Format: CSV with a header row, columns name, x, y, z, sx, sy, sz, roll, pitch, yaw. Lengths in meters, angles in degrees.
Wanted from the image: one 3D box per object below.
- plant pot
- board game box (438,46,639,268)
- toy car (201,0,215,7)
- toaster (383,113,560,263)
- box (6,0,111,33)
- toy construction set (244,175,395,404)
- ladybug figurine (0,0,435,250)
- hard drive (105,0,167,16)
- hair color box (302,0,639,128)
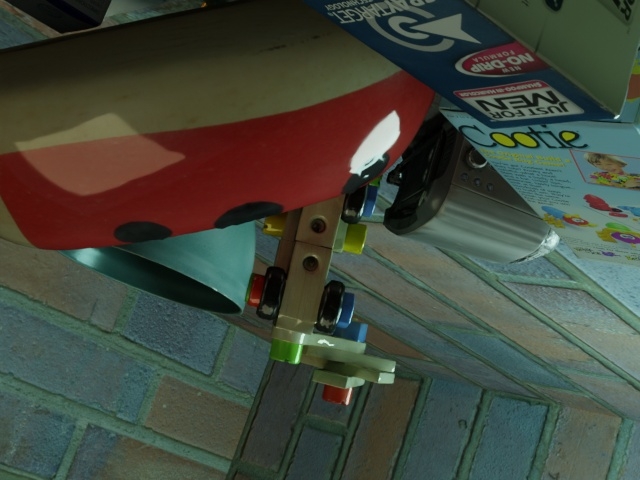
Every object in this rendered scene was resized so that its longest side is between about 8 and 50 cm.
name,x,y,z,sx,sy,sz,roll,pitch,yaw
plant pot,-0.212,-0.040,1.517,0.293,0.196,0.293,18,166,5
board game box,0.226,-0.090,0.813,0.144,0.142,0.275,10,164,37
toy car,-0.090,-0.202,1.091,0.040,0.060,0.122,60,162,24
toaster,0.158,-0.049,1.109,0.147,0.129,0.227,19,168,-9
box,-0.204,-0.245,0.817,0.126,0.137,0.072,30,164,-36
toy construction set,0.000,0.000,1.061,0.151,0.327,0.215,-1,178,-5
ladybug figurine,-0.104,-0.097,0.864,0.450,0.161,0.305,-10,-166,7
hard drive,-0.297,-0.295,0.967,0.308,0.040,0.203,29,163,-37
hair color box,0.030,-0.209,0.551,0.347,0.173,0.105,28,165,-31
